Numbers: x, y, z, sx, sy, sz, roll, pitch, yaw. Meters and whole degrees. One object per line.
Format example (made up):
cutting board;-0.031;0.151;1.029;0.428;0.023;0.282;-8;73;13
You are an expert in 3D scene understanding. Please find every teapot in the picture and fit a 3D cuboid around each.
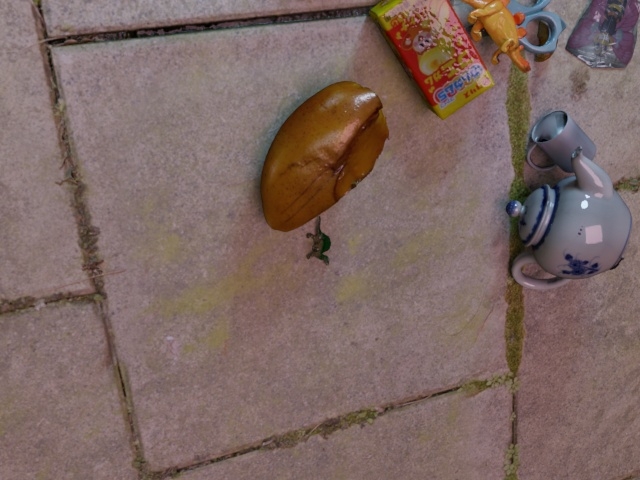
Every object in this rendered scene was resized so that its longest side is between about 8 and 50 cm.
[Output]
teapot;0.583;-0.039;1.712;0.280;0.252;0.423;17;130;3

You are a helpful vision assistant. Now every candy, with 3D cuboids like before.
candy;0.237;-0.407;1.501;0.146;0.088;0.276;-33;117;7

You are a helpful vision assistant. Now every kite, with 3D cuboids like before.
kite;0.710;-0.587;1.682;0.204;0.022;0.360;6;107;-23

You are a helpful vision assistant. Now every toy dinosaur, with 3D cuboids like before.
toy dinosaur;0.000;0.001;1.614;0.061;0.029;0.119;-8;106;-35
toy dinosaur;0.372;-0.484;1.529;0.117;0.070;0.288;-46;102;-14

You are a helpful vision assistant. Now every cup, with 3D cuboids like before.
cup;0.575;-0.234;1.724;0.133;0.136;0.099;35;59;-28

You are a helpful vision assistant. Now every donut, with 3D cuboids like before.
donut;0.520;-0.458;1.643;0.067;0.038;0.083;29;94;-30

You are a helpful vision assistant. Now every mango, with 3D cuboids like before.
mango;-0.003;-0.168;1.474;0.199;0.201;0.350;42;100;8

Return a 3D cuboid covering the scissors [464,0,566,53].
scissors;0.372;-0.473;1.577;0.361;0.029;0.191;-19;97;-6
